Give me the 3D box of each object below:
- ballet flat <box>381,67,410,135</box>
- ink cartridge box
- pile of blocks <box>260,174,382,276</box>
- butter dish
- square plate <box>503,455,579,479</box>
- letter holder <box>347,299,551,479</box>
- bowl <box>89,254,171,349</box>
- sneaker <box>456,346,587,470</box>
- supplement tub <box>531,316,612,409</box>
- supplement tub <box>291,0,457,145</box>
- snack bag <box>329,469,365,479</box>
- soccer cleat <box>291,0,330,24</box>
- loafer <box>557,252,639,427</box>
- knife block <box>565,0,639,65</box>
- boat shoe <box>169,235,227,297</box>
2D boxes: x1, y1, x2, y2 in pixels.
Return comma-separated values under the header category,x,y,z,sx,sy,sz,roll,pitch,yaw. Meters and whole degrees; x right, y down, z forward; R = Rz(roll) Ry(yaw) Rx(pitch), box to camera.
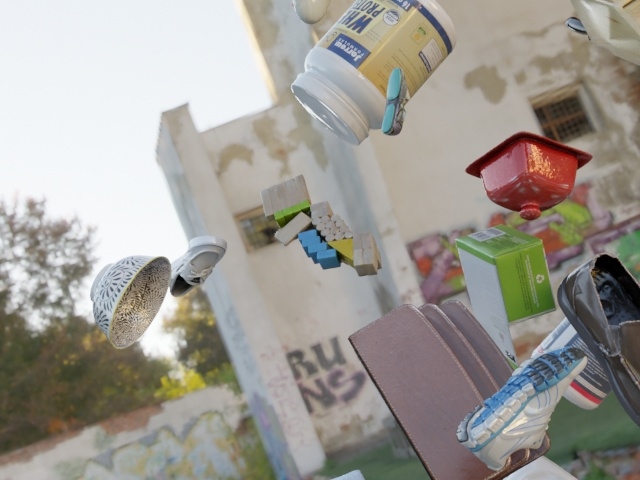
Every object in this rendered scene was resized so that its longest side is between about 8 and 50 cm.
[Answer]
category,x,y,z,sx,sy,sz,roll,pitch,yaw
ballet flat,0.128,-0.227,1.554,0.041,0.114,0.041,10,-3,1
ink cartridge box,0.342,0.116,1.675,0.097,0.255,0.189,-18,13,-8
pile of blocks,0.000,0.000,2.059,0.149,0.362,0.112,-40,-41,-11
butter dish,0.341,-0.089,1.531,0.160,0.118,0.160,16,-29,-25
square plate,0.400,0.534,1.580,0.347,0.344,0.049,-34,-44,-32
letter holder,0.216,0.243,1.507,0.215,0.301,0.152,-30,-21,-2
bowl,-0.325,0.086,1.541,0.170,0.080,0.170,-58,-16,-27
sneaker,0.261,0.210,1.163,0.191,0.083,0.071,-39,14,-3
supplement tub,0.636,0.233,2.145,0.272,0.191,0.191,-50,-17,13
supplement tub,0.111,-0.380,1.994,0.316,0.228,0.228,-49,-8,-6
snack bag,-0.025,0.560,1.562,0.323,0.342,0.037,-15,-42,-4
soccer cleat,0.006,-0.414,1.368,0.068,0.196,0.076,15,-6,-37
loafer,0.495,0.164,1.429,0.134,0.366,0.130,-25,-33,-19
knife block,0.403,-0.296,1.235,0.088,0.275,0.242,-34,-22,5
boat shoe,-0.299,0.069,2.281,0.095,0.084,0.258,13,-29,-22
